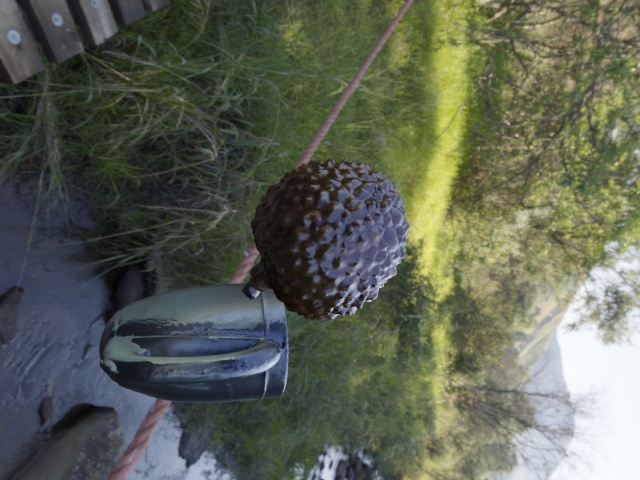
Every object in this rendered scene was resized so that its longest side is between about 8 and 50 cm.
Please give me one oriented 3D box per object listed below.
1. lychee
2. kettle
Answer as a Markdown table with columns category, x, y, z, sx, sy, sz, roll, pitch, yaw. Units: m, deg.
| category | x | y | z | sx | sy | sz | roll | pitch | yaw |
| --- | --- | --- | --- | --- | --- | --- | --- | --- | --- |
| lychee | 0.000 | 0.000 | 0.556 | 0.238 | 0.200 | 0.200 | -32 | 151 | -1 |
| kettle | -0.231 | 0.197 | 0.793 | 0.321 | 0.325 | 0.228 | -170 | -99 | -74 |
